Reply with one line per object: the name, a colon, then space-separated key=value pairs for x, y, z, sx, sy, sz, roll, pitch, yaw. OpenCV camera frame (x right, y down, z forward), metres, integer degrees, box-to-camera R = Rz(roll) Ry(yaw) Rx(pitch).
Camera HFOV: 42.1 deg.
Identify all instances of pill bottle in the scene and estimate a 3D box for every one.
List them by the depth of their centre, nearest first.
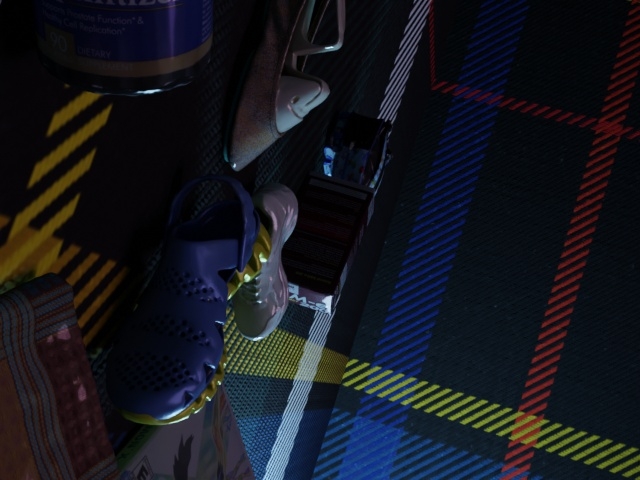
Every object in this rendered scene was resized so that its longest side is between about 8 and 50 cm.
pill bottle: x=-0.127 y=-0.215 z=0.529 sx=0.123 sy=0.123 sz=0.219 roll=-61 pitch=163 yaw=-50

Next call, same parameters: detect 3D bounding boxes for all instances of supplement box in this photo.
supplement box: x=0.000 y=0.000 z=1.460 sx=0.073 sy=0.130 sz=0.239 roll=91 pitch=19 yaw=-55

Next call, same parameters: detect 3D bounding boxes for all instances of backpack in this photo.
backpack: x=0.065 y=-0.142 z=1.608 sx=0.158 sy=0.117 sz=0.173 roll=78 pitch=30 yaw=-69

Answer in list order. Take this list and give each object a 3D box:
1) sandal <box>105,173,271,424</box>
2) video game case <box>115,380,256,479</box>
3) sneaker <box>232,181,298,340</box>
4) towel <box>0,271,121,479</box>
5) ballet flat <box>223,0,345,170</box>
sandal: x=-0.142 y=0.045 z=0.878 sx=0.138 sy=0.126 sz=0.317 roll=89 pitch=11 yaw=-46
video game case: x=-0.157 y=0.370 z=1.086 sx=0.300 sy=0.036 sz=0.329 roll=-50 pitch=126 yaw=-65
sneaker: x=-0.099 y=0.035 z=1.178 sx=0.115 sy=0.090 sz=0.232 roll=-21 pitch=118 yaw=-68
towel: x=-0.239 y=0.198 z=0.532 sx=0.370 sy=0.040 sz=0.271 roll=-43 pitch=124 yaw=-67
ballet flat: x=-0.033 y=-0.229 z=1.025 sx=0.107 sy=0.106 sz=0.316 roll=-9 pitch=115 yaw=-78
